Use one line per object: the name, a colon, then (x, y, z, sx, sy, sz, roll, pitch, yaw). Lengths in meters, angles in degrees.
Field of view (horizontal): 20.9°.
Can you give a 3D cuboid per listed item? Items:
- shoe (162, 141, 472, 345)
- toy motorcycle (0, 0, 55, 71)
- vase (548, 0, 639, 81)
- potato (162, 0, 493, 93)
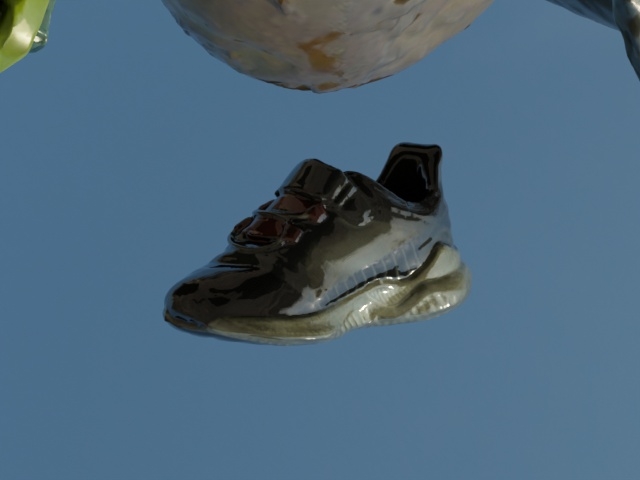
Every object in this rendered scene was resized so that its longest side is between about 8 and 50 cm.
shoe: (0.000, 0.000, 1.059, 0.099, 0.227, 0.112, 11, -76, 47)
toy motorcycle: (-0.279, -0.197, 1.067, 0.326, 0.191, 0.200, 6, -104, 34)
vase: (0.136, -0.201, 0.853, 0.245, 0.245, 0.291, -49, -138, -10)
potato: (0.004, -0.184, 0.628, 0.229, 0.266, 0.229, -13, -156, 6)
